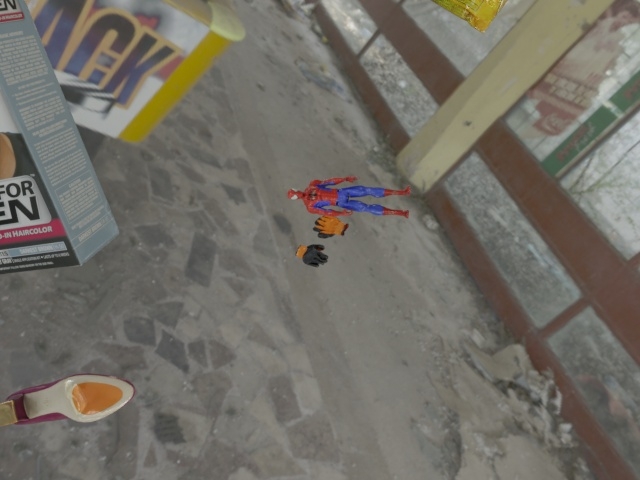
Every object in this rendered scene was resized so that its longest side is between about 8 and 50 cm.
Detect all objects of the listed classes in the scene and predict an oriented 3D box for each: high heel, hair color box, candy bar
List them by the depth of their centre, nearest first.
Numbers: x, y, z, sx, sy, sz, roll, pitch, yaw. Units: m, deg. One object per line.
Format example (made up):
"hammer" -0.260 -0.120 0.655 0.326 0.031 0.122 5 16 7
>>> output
"candy bar" 0.090 -0.227 0.487 0.161 0.040 0.018 44 15 32
"hair color box" -0.444 -0.143 0.779 0.113 0.186 0.374 -65 144 -61
"high heel" -0.430 0.275 0.990 0.117 0.244 0.082 84 -10 -85

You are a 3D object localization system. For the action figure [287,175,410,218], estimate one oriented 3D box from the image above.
"action figure" 0.025 -0.040 0.536 0.115 0.038 0.030 3 -2 10

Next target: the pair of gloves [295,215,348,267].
"pair of gloves" 0.000 0.000 0.851 0.010 0.083 0.074 36 -10 -38
